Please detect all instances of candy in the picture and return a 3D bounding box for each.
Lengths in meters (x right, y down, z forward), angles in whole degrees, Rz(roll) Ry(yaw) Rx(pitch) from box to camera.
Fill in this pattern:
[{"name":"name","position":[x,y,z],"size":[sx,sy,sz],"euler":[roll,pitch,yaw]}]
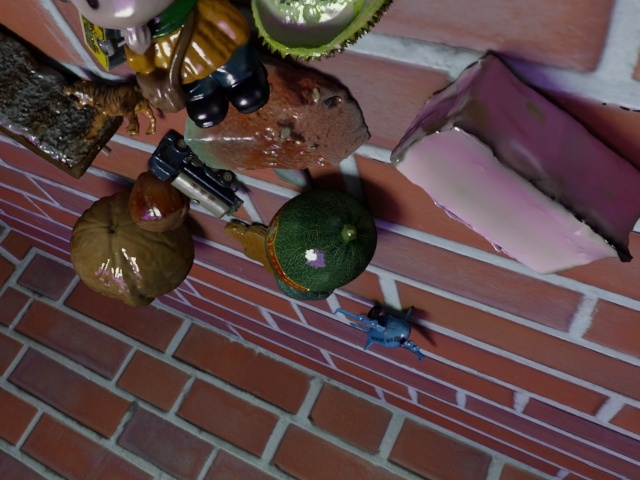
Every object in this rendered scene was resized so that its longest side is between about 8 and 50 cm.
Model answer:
[{"name":"candy","position":[0.228,-0.074,0.704],"size":[0.265,0.115,0.155],"euler":[33,159,-12]}]

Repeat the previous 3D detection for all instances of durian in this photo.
[{"name":"durian","position":[-0.014,-0.257,0.680],"size":[0.215,0.086,0.100],"euler":[13,120,27]}]

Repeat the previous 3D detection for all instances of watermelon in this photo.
[{"name":"watermelon","position":[-0.061,-0.172,0.869],"size":[0.257,0.139,0.193],"euler":[14,164,14]}]

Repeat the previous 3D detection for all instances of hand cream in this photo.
[{"name":"hand cream","position":[-0.060,-0.129,1.043],"size":[0.076,0.047,0.174],"euler":[20,166,18]}]

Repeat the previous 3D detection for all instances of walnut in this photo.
[{"name":"walnut","position":[-0.486,0.027,1.587],"size":[0.333,0.332,0.333],"euler":[24,158,10]}]

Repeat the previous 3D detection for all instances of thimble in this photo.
[{"name":"thimble","position":[-0.030,0.075,1.349],"size":[0.135,0.118,0.090],"euler":[41,156,-28]}]

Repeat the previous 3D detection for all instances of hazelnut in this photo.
[{"name":"hazelnut","position":[-0.373,-0.091,1.390],"size":[0.143,0.143,0.154],"euler":[26,175,7]}]

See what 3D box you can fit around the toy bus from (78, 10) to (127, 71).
[{"name":"toy bus","position":[-0.279,-0.319,0.816],"size":[0.074,0.081,0.226],"euler":[51,161,3]}]

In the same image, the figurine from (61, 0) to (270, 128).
[{"name":"figurine","position":[-0.189,-0.283,0.672],"size":[0.185,0.204,0.332],"euler":[-17,157,20]}]

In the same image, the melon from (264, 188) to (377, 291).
[{"name":"melon","position":[0.000,0.000,1.058],"size":[0.182,0.182,0.288],"euler":[34,159,-14]}]

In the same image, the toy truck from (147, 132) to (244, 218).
[{"name":"toy truck","position":[-0.247,-0.122,1.213],"size":[0.202,0.088,0.074],"euler":[37,158,-20]}]

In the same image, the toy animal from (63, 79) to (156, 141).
[{"name":"toy animal","position":[-0.338,-0.244,1.070],"size":[0.255,0.114,0.116],"euler":[1,104,42]}]

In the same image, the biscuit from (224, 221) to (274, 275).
[{"name":"biscuit","position":[-0.133,0.029,1.487],"size":[0.158,0.035,0.240],"euler":[15,155,36]}]

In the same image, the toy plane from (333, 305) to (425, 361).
[{"name":"toy plane","position":[0.162,0.219,1.460],"size":[0.254,0.105,0.271],"euler":[30,158,-7]}]

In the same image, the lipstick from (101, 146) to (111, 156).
[{"name":"lipstick","position":[-0.530,-0.232,1.405],"size":[0.094,0.019,0.019],"euler":[41,155,-31]}]

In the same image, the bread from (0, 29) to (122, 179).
[{"name":"bread","position":[-0.598,-0.296,1.145],"size":[0.417,0.165,0.113],"euler":[33,160,-13]}]
